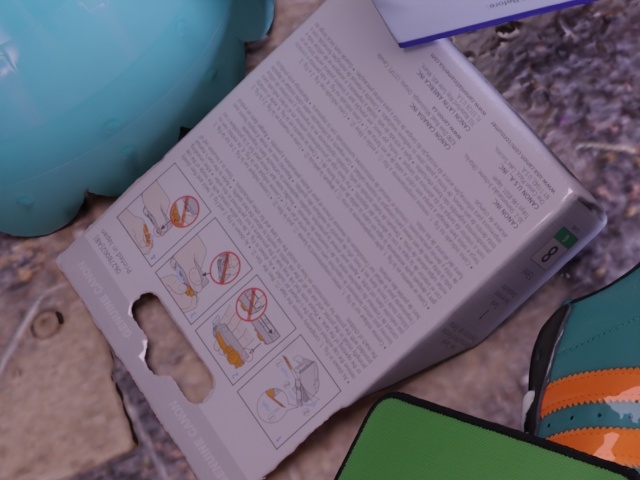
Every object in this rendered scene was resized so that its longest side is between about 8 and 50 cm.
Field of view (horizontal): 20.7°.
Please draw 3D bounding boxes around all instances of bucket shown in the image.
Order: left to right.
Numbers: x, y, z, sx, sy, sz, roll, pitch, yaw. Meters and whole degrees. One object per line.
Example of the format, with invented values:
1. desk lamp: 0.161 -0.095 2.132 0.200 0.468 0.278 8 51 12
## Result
1. bucket: -0.180 -0.158 0.903 0.281 0.183 0.281 -7 60 12

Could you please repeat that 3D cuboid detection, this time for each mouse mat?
1. mouse mat: 0.041 0.142 0.702 0.189 0.007 0.152 12 73 59

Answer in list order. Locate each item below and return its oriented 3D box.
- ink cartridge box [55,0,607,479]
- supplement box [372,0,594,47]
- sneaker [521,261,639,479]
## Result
1. ink cartridge box: 0.000 0.000 0.855 0.224 0.056 0.181 -44 58 11
2. supplement box: 0.064 -0.221 0.821 0.111 0.114 0.220 -13 60 16
3. sneaker: 0.128 0.101 0.728 0.302 0.108 0.121 -53 41 -9
